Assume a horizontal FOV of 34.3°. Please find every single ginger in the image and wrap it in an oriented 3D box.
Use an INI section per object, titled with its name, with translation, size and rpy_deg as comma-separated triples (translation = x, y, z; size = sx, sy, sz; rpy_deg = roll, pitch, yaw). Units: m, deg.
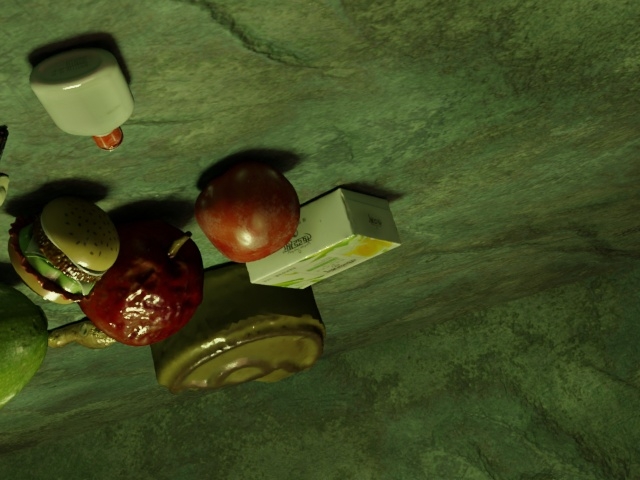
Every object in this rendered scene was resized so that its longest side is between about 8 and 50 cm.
[ginger]
translation = -0.539, 0.216, 2.362
size = 0.165, 0.067, 0.096
rpy_deg = -7, 167, 15

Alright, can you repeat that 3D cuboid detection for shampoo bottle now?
[shampoo bottle]
translation = -0.292, -0.173, 1.319
size = 0.108, 0.051, 0.221
rpy_deg = -17, 164, -4

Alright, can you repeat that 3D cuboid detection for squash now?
[squash]
translation = -0.647, 0.204, 1.857
size = 0.310, 0.310, 0.309
rpy_deg = -30, 168, 39

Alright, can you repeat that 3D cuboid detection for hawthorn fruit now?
[hawthorn fruit]
translation = -0.303, 0.050, 1.812
size = 0.230, 0.210, 0.266
rpy_deg = 11, 137, -33

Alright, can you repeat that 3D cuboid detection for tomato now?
[tomato]
translation = -0.129, -0.044, 1.741
size = 0.187, 0.151, 0.187
rpy_deg = -10, 164, -3

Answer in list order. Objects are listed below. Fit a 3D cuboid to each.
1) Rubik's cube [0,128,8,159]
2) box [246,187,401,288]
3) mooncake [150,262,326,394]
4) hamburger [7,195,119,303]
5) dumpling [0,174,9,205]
[Rubik's cube]
translation = -0.540, -0.077, 1.422
size = 0.190, 0.211, 0.178
rpy_deg = 22, 175, -13
[box]
translation = 0.000, 0.000, 2.082
size = 0.260, 0.111, 0.194
rpy_deg = -28, 161, 28
[mooncake]
translation = -0.192, 0.208, 2.366
size = 0.394, 0.246, 0.393
rpy_deg = -19, 158, -4
[hamburger]
translation = -0.396, 0.008, 1.640
size = 0.137, 0.175, 0.175
rpy_deg = -37, 157, 21
[dumpling]
translation = -0.488, -0.063, 1.500
size = 0.077, 0.043, 0.059
rpy_deg = -19, 169, 10
